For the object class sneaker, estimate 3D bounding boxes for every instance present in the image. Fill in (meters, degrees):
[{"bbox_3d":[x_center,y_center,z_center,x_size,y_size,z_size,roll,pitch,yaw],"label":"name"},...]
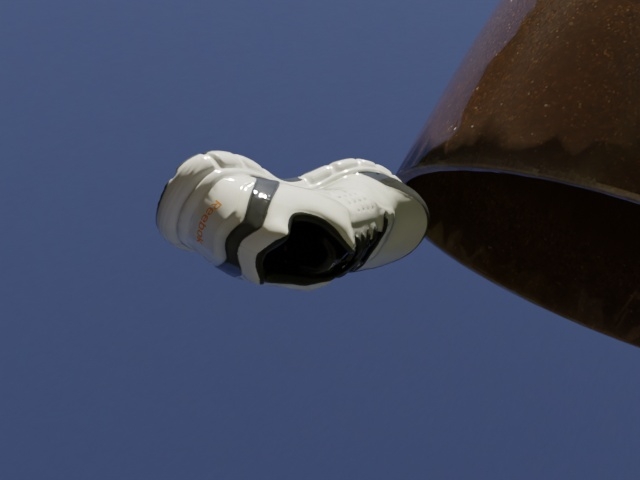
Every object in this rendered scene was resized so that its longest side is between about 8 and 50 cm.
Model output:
[{"bbox_3d":[0.000,0.000,0.565,0.044,0.109,0.040,36,-67,34],"label":"sneaker"}]

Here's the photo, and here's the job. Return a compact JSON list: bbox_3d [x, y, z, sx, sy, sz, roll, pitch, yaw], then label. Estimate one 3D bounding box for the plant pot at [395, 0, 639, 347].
[{"bbox_3d":[0.168,-0.085,0.728,0.215,0.215,0.230,21,-101,8],"label":"plant pot"}]
